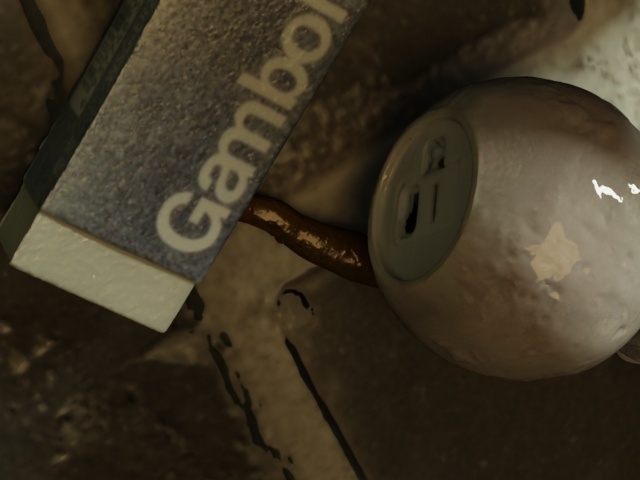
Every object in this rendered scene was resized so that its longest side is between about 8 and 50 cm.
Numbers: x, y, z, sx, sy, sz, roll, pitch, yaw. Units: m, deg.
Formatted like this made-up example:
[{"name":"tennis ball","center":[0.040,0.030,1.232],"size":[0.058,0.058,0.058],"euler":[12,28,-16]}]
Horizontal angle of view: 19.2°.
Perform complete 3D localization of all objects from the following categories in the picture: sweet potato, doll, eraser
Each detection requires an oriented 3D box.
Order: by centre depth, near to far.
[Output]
[{"name":"eraser","center":[-0.057,-0.069,0.850],"size":[0.092,0.046,0.212],"euler":[27,100,-29]},{"name":"sweet potato","center":[0.000,0.000,0.916],"size":[0.115,0.026,0.026],"euler":[26,100,-27]},{"name":"doll","center":[0.162,0.018,0.925],"size":[0.287,0.151,0.151],"euler":[19,104,-31]}]
